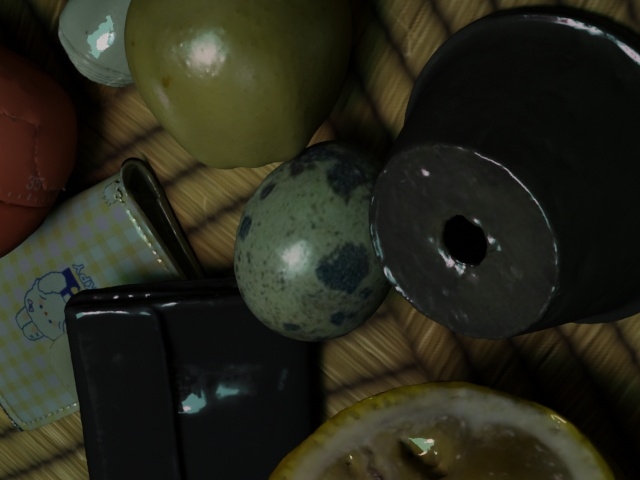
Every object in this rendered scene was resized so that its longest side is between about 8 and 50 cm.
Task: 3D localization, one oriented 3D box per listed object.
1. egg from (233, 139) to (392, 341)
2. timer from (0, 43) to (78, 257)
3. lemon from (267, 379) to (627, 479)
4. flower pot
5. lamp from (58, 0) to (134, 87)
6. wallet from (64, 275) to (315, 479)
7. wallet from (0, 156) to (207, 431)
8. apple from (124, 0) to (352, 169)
[{"bbox_3d":[0.000,0.000,1.267,0.141,0.141,0.182,32,119,20],"label":"egg"},{"bbox_3d":[-0.348,-0.093,1.413,0.229,0.229,0.215,36,100,16],"label":"timer"},{"bbox_3d":[0.111,0.312,1.232,0.364,0.364,0.364,17,122,29],"label":"lemon"},{"bbox_3d":[0.145,-0.028,1.132,0.269,0.166,0.269,15,121,27],"label":"flower pot"},{"bbox_3d":[-0.156,-0.218,1.304,0.106,0.106,0.193,40,119,13],"label":"lamp"},{"bbox_3d":[-0.111,0.230,1.450,0.228,0.062,0.406,-5,113,-2],"label":"wallet"},{"bbox_3d":[-0.244,0.067,1.525,0.309,0.077,0.223,-22,98,37],"label":"wallet"},{"bbox_3d":[-0.066,-0.158,1.210,0.200,0.200,0.200,17,122,29],"label":"apple"}]
